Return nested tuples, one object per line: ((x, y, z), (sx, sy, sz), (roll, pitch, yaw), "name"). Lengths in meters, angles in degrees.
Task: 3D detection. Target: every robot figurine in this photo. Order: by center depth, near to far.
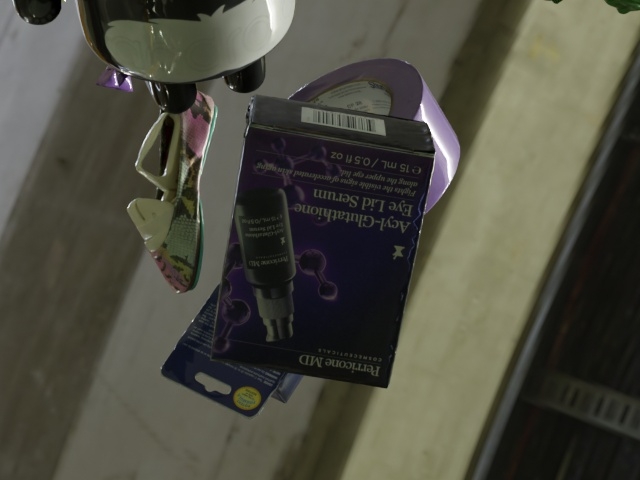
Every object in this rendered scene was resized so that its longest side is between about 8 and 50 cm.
((-0.107, -0.231, 1.215), (0.173, 0.278, 0.209), (20, -129, 24), "robot figurine")

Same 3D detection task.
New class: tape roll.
((0.028, -0.077, 1.521), (0.189, 0.080, 0.189), (-23, -145, 18), "tape roll")

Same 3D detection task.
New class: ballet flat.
((-0.159, -0.056, 1.735), (0.077, 0.079, 0.222), (-15, -115, 56), "ballet flat")

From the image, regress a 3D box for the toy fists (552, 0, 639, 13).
((0.137, -0.215, 1.136), (0.096, 0.142, 0.279), (-64, -166, 6), "toy fists")

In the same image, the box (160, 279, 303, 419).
((-0.052, 0.076, 1.698), (0.136, 0.036, 0.225), (22, -113, 33), "box")

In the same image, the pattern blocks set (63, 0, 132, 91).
((-0.202, -0.320, 1.754), (0.026, 0.285, 0.325), (16, -67, 40), "pattern blocks set")

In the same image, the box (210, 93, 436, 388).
((0.000, 0.000, 1.349), (0.108, 0.153, 0.207), (-91, -170, -72), "box")
